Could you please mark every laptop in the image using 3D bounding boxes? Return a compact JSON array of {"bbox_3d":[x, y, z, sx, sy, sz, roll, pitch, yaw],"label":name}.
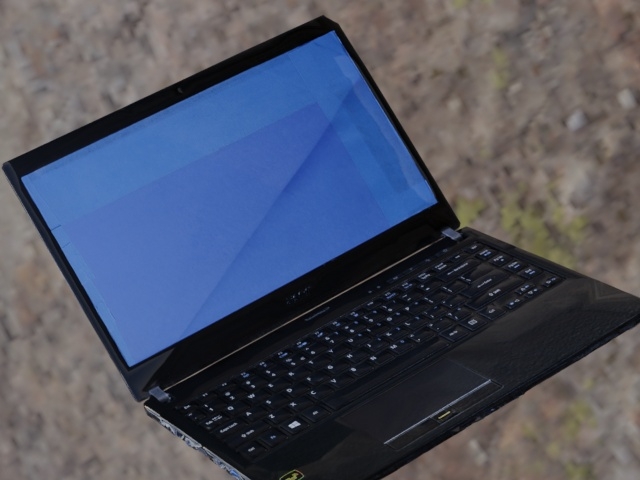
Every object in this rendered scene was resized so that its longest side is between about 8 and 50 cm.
[{"bbox_3d":[0.000,0.000,0.986,0.264,0.234,0.137,26,138,53],"label":"laptop"}]
